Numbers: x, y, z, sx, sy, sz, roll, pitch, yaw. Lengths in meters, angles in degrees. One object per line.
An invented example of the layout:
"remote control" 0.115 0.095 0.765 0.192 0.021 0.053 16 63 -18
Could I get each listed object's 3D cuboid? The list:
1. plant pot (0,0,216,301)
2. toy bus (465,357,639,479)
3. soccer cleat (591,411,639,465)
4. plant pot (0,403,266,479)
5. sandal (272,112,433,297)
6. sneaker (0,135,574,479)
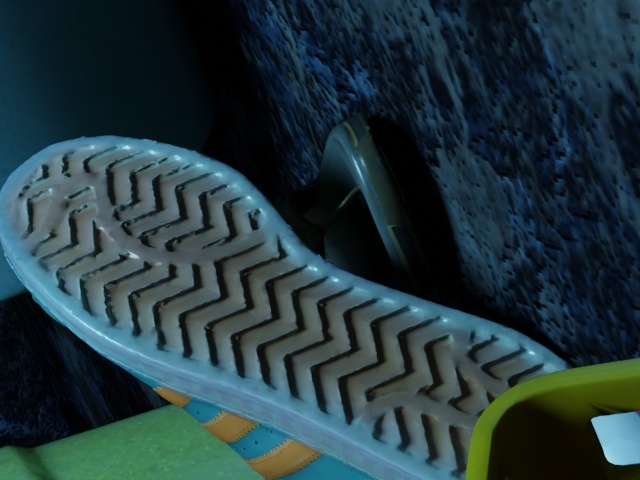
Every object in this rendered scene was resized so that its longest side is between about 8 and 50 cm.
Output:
"plant pot" -0.236 -0.158 0.941 0.341 0.341 0.334 39 159 56
"toy bus" 0.114 0.127 0.538 0.202 0.191 0.104 -57 14 41
"soccer cleat" 0.120 0.217 0.664 0.116 0.143 0.331 32 144 62
"plant pot" -0.046 0.186 0.946 0.276 0.254 0.276 57 163 27
"sandal" 0.000 0.000 0.862 0.090 0.060 0.219 64 164 0
"sneaker" -0.019 0.061 0.787 0.302 0.108 0.121 29 149 21
